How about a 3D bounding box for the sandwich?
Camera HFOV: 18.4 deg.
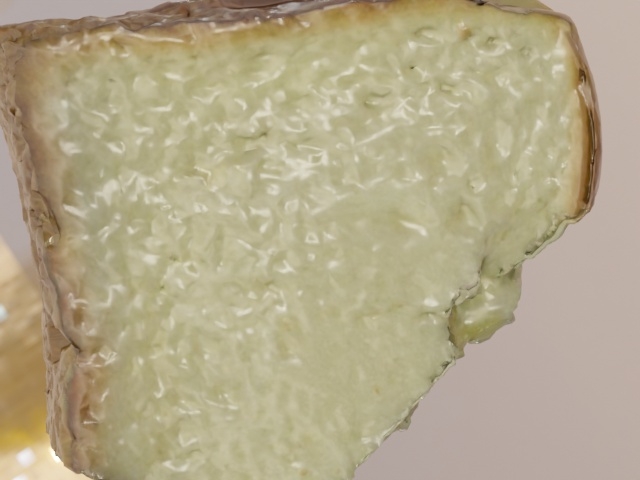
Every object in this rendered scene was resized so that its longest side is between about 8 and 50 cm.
[{"bbox_3d":[0.000,0.000,0.337,0.036,0.105,0.093,-164,-118,-78],"label":"sandwich"}]
